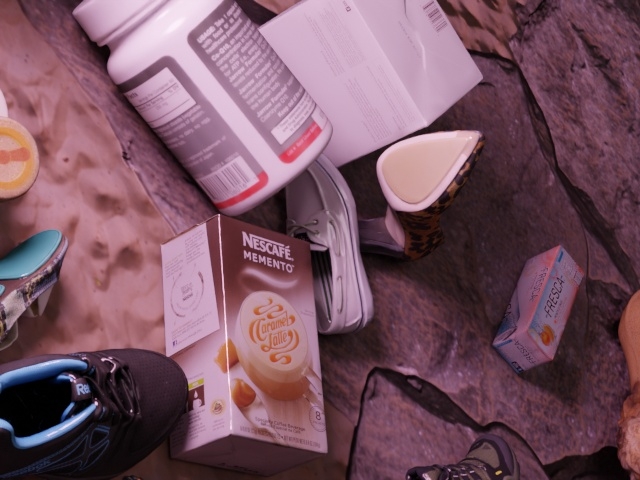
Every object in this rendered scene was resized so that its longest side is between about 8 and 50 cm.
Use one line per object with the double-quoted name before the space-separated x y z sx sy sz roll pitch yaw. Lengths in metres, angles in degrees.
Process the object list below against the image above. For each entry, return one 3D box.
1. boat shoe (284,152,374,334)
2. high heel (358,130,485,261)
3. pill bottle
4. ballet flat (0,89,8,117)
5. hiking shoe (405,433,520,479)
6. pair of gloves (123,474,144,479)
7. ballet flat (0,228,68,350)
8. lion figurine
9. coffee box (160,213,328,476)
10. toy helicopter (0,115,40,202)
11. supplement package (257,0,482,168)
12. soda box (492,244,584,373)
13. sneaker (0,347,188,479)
"boat shoe" 0.000 0.000 2.035 0.076 0.083 0.226 -13 80 -51
"high heel" 0.144 -0.058 2.090 0.186 0.261 0.093 1 60 -45
"pill bottle" -0.130 -0.181 1.933 0.283 0.161 0.161 51 41 -14
"ballet flat" -0.350 -0.167 1.753 0.080 0.073 0.232 -10 77 -48
"hiking shoe" 0.157 0.289 2.046 0.114 0.086 0.227 52 41 -19
"pair of gloves" -0.184 0.276 1.739 0.074 0.010 0.083 55 41 -10
"ballet flat" -0.301 0.060 1.702 0.070 0.070 0.188 54 42 -11
"lion figurine" 0.479 0.190 2.441 0.240 0.142 0.392 21 41 -31
"coffee box" -0.083 0.113 1.870 0.141 0.098 0.246 17 57 -42
"toy helicopter" -0.417 -0.115 1.598 0.355 0.140 0.235 27 64 -30
"supplement package" 0.041 -0.210 2.094 0.149 0.203 0.194 -40 102 -47
"soda box" 0.288 0.089 2.318 0.058 0.063 0.183 48 41 -17
"sneaker" -0.229 0.164 1.650 0.341 0.140 0.125 -12 77 -51
